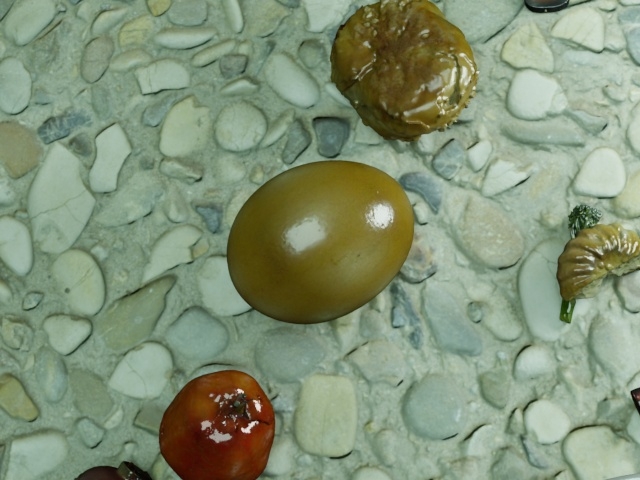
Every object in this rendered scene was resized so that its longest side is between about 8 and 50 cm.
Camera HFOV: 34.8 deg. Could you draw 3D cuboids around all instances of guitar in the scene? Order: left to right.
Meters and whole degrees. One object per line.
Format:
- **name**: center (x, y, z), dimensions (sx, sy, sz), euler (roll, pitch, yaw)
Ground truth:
- **guitar**: center (0.448, -0.559, 2.022), dimensions (0.088, 0.025, 0.233), euler (0, 75, 14)

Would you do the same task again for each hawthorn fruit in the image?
- **hawthorn fruit**: center (-0.171, 0.321, 1.805), dimensions (0.211, 0.299, 0.211), euler (8, 57, -13)

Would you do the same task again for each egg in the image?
- **egg**: center (0.000, 0.000, 1.843), dimensions (0.351, 0.282, 0.283), euler (-28, 71, 4)

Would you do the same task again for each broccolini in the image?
- **broccolini**: center (0.456, 0.041, 1.852), dimensions (0.058, 0.067, 0.216), euler (15, 88, 20)

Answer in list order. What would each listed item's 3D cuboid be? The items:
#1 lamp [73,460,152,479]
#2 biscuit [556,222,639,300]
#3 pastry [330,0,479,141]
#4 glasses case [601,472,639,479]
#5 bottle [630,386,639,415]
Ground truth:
- **lamp**: center (-0.404, 0.524, 1.857), dimensions (0.180, 0.180, 0.258), euler (32, 84, 19)
- **biscuit**: center (0.493, 0.032, 1.799), dimensions (0.183, 0.061, 0.118), euler (-27, 95, -8)
- **pastry**: center (0.164, -0.322, 1.954), dimensions (0.255, 0.162, 0.311), euler (-37, 62, 10)
- **glasses case**: center (0.496, 0.423, 1.729), dimensions (0.164, 0.063, 0.041), euler (-16, 70, 8)
- **bottle**: center (0.618, 0.251, 1.749), dimensions (0.164, 0.060, 0.060), euler (-22, 72, 6)
